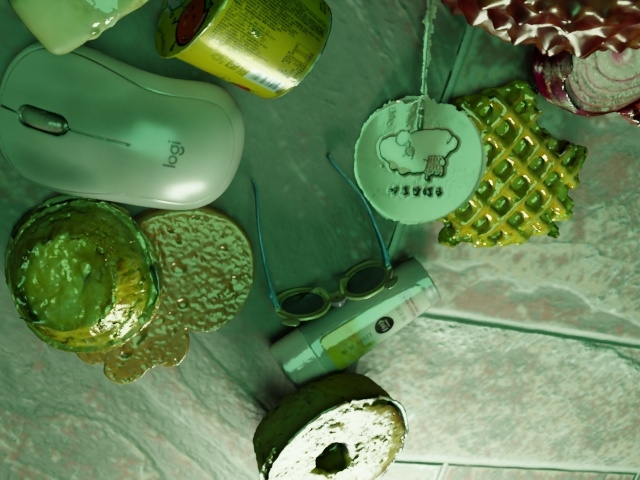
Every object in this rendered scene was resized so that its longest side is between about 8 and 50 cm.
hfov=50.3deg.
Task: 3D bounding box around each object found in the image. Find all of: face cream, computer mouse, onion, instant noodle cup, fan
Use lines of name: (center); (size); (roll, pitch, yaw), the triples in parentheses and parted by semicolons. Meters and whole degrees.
face cream: (0.055, 0.132, 1.061); (0.269, 0.073, 0.107); (-33, 119, -2)
computer mouse: (-0.234, -0.125, 0.825); (0.296, 0.121, 0.184); (14, 109, -25)
onion: (0.416, -0.251, 0.981); (0.195, 0.140, 0.218); (-44, 119, 8)
instant noodle cup: (-0.083, -0.257, 0.795); (0.144, 0.182, 0.182); (27, 102, -37)
fan: (0.144, -0.181, 0.963); (0.190, 0.009, 0.329); (2, 107, 6)

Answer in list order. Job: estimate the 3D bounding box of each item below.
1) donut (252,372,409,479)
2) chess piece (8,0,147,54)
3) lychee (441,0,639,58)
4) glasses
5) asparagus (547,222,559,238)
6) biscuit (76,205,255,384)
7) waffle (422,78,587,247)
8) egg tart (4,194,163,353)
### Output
donut: (0.008, 0.312, 1.077); (0.272, 0.107, 0.272); (-20, 133, -22)
chess piece: (-0.335, -0.397, 0.625); (0.234, 0.234, 0.442); (-38, 124, 0)
lychee: (0.320, -0.424, 0.711); (0.500, 0.424, 0.425); (-38, 119, 2)
glasses: (-0.007, -0.005, 1.002); (0.189, 0.088, 0.221); (-20, 98, -9)
asparagus: (0.364, -0.028, 1.125); (0.108, 0.021, 0.025); (25, 102, -26)
biscuit: (-0.219, 0.075, 0.957); (0.202, 0.044, 0.289); (37, 99, -22)
waffle: (0.282, -0.110, 1.035); (0.291, 0.051, 0.291); (-5, 112, -12)
egg tart: (-0.305, 0.048, 0.865); (0.212, 0.090, 0.213); (-1, 98, -4)
